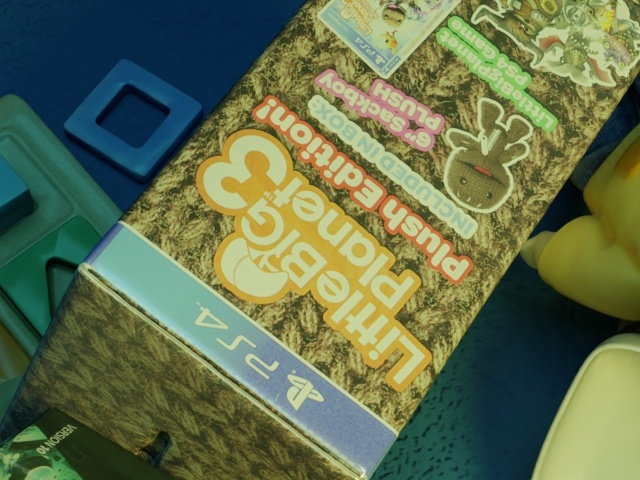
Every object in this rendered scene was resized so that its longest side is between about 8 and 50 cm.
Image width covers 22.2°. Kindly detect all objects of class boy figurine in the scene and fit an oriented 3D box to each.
[{"bbox_3d":[0.179,-0.028,0.859,0.177,0.092,0.285,-36,31,20],"label":"boy figurine"}]

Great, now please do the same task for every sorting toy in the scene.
[{"bbox_3d":[-0.194,0.021,0.916,0.347,0.047,0.196,-38,70,-18],"label":"sorting toy"}]

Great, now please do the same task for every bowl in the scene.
[{"bbox_3d":[0.187,0.119,0.840,0.142,0.142,0.053,23,26,11],"label":"bowl"}]

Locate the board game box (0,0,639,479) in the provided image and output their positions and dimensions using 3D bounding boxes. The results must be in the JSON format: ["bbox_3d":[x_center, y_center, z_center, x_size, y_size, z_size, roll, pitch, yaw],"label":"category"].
[{"bbox_3d":[0.000,0.000,0.792,0.141,0.232,0.291,38,59,-1],"label":"board game box"}]

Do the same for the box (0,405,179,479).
[{"bbox_3d":[-0.028,0.247,0.714,0.322,0.232,0.058,27,28,12],"label":"box"}]

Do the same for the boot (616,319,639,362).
[{"bbox_3d":[0.287,0.043,0.899,0.246,0.083,0.161,20,60,9],"label":"boot"}]

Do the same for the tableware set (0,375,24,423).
[{"bbox_3d":[-0.117,0.159,0.838,0.128,0.039,0.194,-31,84,-30],"label":"tableware set"}]
